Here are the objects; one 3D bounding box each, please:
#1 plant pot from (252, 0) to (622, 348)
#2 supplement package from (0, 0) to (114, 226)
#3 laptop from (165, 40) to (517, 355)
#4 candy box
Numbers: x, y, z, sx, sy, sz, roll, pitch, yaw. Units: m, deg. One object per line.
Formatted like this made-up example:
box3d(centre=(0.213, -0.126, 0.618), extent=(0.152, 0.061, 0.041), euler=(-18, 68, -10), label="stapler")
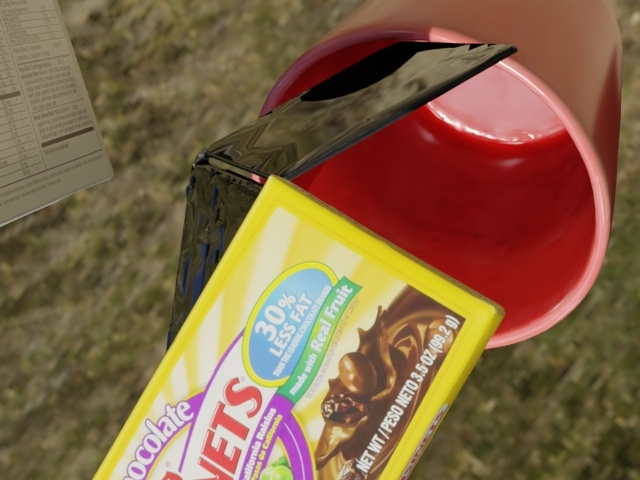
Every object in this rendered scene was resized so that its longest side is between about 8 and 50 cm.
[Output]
box3d(centre=(0.113, -0.096, 1.363), extent=(0.275, 0.275, 0.243), euler=(35, -139, -4), label="plant pot")
box3d(centre=(-0.248, -0.113, 0.799), extent=(0.198, 0.199, 0.262), euler=(-41, -66, -75), label="supplement package")
box3d(centre=(0.000, 0.000, 1.103), extent=(0.137, 0.264, 0.234), euler=(7, -175, -15), label="laptop")
box3d(centre=(-0.026, 0.088, 0.687), extent=(0.105, 0.206, 0.027), euler=(31, -177, 17), label="candy box")
